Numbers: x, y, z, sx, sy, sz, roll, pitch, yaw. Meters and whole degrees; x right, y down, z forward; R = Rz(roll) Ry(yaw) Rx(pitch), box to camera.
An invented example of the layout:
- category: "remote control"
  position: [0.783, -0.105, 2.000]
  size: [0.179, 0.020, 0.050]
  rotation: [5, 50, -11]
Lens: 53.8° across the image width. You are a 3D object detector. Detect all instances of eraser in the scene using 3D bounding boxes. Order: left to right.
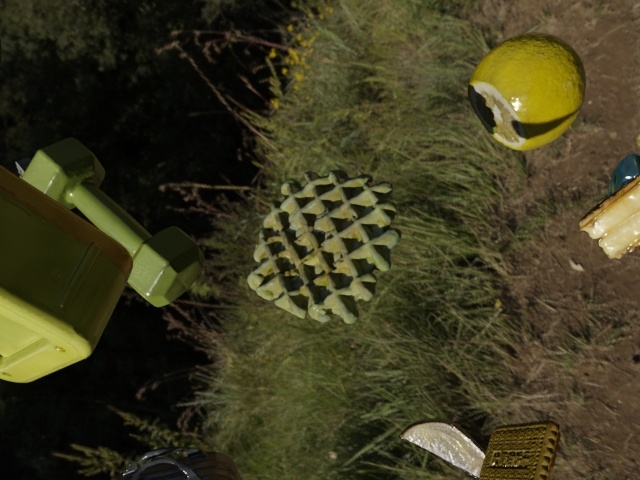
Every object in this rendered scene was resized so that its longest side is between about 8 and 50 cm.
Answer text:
- category: "eraser"
  position: [-0.516, -0.103, 1.143]
  size: [0.029, 0.052, 0.122]
  rotation: [-25, 42, -30]

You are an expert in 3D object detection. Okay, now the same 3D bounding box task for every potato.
- category: "potato"
  position: [0.343, 0.510, 1.616]
  size: [0.261, 0.120, 0.100]
  rotation: [27, 101, 8]

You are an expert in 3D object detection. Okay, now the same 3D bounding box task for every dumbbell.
- category: "dumbbell"
  position: [-0.313, -0.030, 0.953]
  size: [0.302, 0.121, 0.108]
  rotation: [40, 74, 11]

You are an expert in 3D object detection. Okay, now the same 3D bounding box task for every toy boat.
- category: "toy boat"
  position: [0.732, -0.107, 1.505]
  size: [0.093, 0.246, 0.103]
  rotation: [-13, 40, 5]

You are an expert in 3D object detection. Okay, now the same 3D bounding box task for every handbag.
- category: "handbag"
  position: [-0.304, 0.541, 1.293]
  size: [0.302, 0.283, 0.149]
  rotation: [-10, 25, -5]

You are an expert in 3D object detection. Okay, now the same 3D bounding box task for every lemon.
- category: "lemon"
  position: [0.458, -0.332, 1.364]
  size: [0.219, 0.240, 0.240]
  rotation: [-39, 43, -5]

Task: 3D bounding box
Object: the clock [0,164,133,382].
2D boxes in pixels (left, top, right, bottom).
- category: "clock"
  position: [-0.251, 0.010, 0.438]
  size: [0.143, 0.202, 0.096]
  rotation: [-23, 41, 40]

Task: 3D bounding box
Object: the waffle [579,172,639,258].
- category: "waffle"
  position: [0.542, -0.106, 0.915]
  size: [0.091, 0.213, 0.308]
  rotation: [53, 140, 15]

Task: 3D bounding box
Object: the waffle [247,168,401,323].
- category: "waffle"
  position: [0.000, 0.000, 1.164]
  size: [0.309, 0.056, 0.292]
  rotation: [13, 77, 39]

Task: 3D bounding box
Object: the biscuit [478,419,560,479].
- category: "biscuit"
  position: [0.406, 0.464, 1.317]
  size: [0.172, 0.029, 0.254]
  rotation: [-66, 5, -23]
